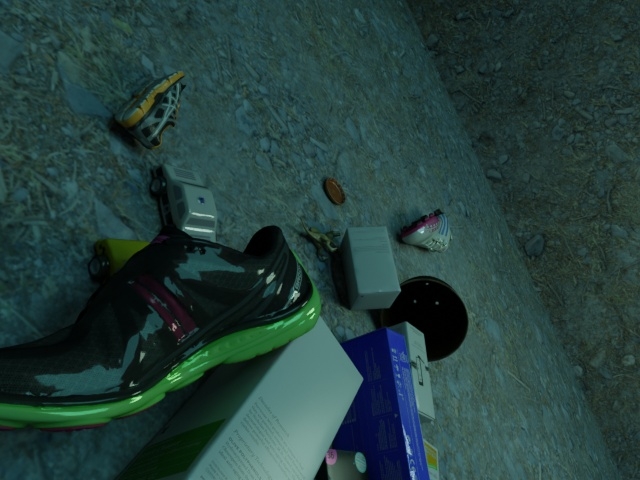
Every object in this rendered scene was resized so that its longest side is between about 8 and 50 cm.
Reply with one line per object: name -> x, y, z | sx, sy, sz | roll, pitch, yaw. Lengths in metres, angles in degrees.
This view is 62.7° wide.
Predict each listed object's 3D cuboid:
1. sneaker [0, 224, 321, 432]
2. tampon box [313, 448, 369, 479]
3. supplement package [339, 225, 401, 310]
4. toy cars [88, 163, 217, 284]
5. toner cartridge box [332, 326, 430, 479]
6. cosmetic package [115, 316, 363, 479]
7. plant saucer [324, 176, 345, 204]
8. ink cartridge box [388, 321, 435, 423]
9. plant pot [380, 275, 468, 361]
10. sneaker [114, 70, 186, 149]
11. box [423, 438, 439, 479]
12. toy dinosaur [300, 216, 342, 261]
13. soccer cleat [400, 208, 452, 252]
sneaker -> -0.214, 0.092, 0.668 | 0.483, 0.185, 0.202 | -17, 89, -45
tampon box -> 0.015, 0.444, 0.880 | 0.120, 0.101, 0.161 | 28, 45, -45
supplement package -> 0.117, 0.068, 1.286 | 0.105, 0.105, 0.179 | -1, 61, -12
toy cars -> -0.244, 0.007, 0.850 | 0.176, 0.087, 0.393 | 47, 34, -25
toner cartridge box -> 0.106, 0.360, 1.021 | 0.075, 0.165, 0.347 | 29, 45, -43
cosmetic package -> -0.102, 0.275, 0.749 | 0.155, 0.197, 0.365 | 56, 30, -9
plant saucer -> 0.039, -0.135, 1.452 | 0.083, 0.013, 0.083 | 37, 39, -37
ink cartridge box -> 0.157, 0.303, 1.157 | 0.086, 0.148, 0.203 | 37, 40, -39
plant pot -> 0.280, 0.180, 1.412 | 0.215, 0.215, 0.230 | 61, 15, -3
sneaker -> -0.302, -0.247, 0.981 | 0.083, 0.084, 0.214 | 59, 32, -32
box -> 0.170, 0.505, 1.061 | 0.114, 0.103, 0.203 | 44, 36, -29
toy dinosaur -> 0.000, 0.000, 1.271 | 0.092, 0.053, 0.183 | 57, 20, 22
soccer cleat -> 0.374, -0.016, 1.759 | 0.331, 0.116, 0.143 | -24, 86, -59
